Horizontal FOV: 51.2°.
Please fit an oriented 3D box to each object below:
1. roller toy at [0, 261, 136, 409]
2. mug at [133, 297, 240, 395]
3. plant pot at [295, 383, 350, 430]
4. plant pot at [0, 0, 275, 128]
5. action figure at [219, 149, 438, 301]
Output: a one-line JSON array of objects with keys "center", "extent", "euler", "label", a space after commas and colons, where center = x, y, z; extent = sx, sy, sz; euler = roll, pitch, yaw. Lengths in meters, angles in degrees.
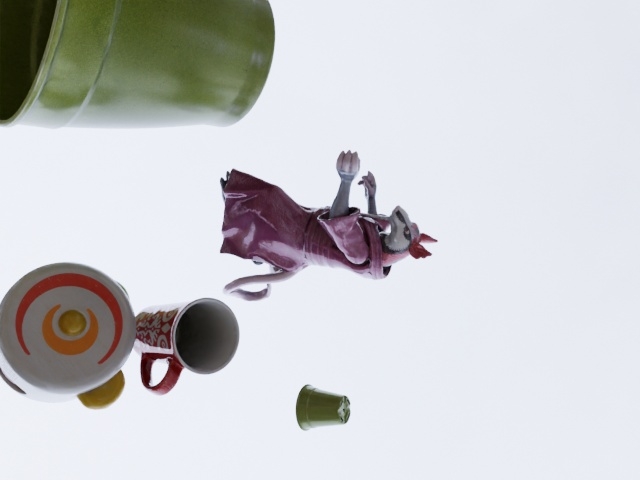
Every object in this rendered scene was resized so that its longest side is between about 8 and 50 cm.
[{"center": [-0.375, 0.136, 0.973], "extent": [0.191, 0.146, 0.209], "euler": [14, -115, -27], "label": "roller toy"}, {"center": [-0.231, 0.152, 1.026], "extent": [0.150, 0.169, 0.113], "euler": [-30, -75, -38], "label": "mug"}, {"center": [0.010, 0.300, 1.193], "extent": [0.083, 0.079, 0.083], "euler": [16, -108, -61], "label": "plant pot"}, {"center": [-0.272, -0.318, 1.009], "extent": [0.353, 0.366, 0.366], "euler": [7, -118, -40], "label": "plant pot"}, {"center": [0.000, 0.000, 1.063], "extent": [0.248, 0.370, 0.276], "euler": [16, -92, -62], "label": "action figure"}]
